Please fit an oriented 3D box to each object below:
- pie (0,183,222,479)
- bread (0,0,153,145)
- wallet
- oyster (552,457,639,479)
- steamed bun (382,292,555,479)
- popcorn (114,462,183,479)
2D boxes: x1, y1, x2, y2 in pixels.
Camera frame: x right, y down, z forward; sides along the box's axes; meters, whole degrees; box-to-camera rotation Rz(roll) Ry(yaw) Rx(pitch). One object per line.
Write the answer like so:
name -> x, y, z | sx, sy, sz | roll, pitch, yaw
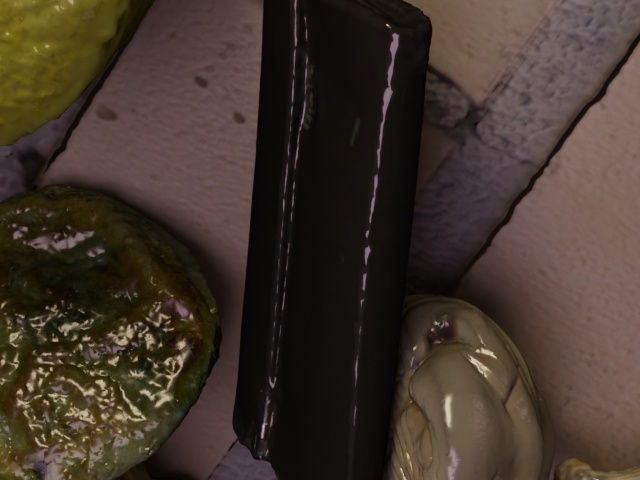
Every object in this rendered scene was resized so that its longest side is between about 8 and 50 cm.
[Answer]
pie -> -0.220, 0.082, 1.589 | 0.277, 0.277, 0.078 | 12, 154, 13
bread -> -0.264, -0.260, 1.439 | 0.348, 0.308, 0.348 | 6, 116, 13
wallet -> -0.001, 0.000, 1.509 | 0.062, 0.228, 0.406 | -4, 111, -27
oyster -> 0.353, 0.237, 1.534 | 0.354, 0.107, 0.201 | 24, 134, -4
steamed bun -> 0.115, 0.154, 1.527 | 0.144, 0.211, 0.218 | 0, 138, -16
popcorn -> -0.218, 0.308, 1.653 | 0.293, 0.237, 0.293 | 4, 104, 15
